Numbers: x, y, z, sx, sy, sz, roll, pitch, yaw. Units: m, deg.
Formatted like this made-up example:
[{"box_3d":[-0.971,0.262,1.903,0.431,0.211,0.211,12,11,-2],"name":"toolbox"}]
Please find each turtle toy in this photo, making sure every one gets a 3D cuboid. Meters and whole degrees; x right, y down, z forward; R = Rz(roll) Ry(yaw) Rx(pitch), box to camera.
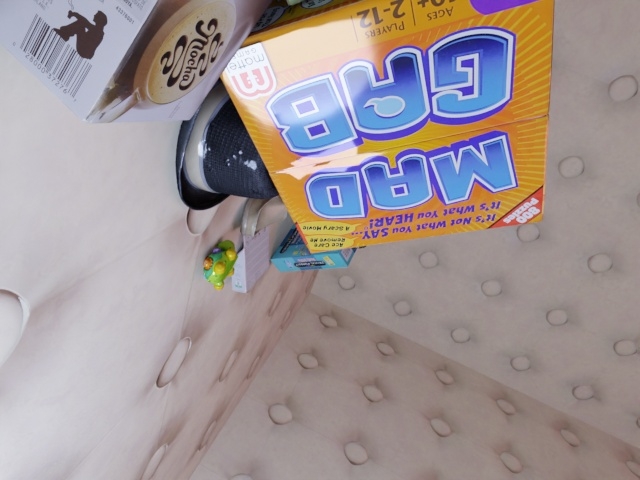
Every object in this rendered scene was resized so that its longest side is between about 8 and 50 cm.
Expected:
[{"box_3d":[-0.243,0.052,1.039,0.130,0.066,0.095,-59,172,-42],"name":"turtle toy"}]

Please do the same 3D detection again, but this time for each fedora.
[{"box_3d":[-0.125,-0.171,0.810,0.333,0.153,0.334,-63,172,-15],"name":"fedora"}]

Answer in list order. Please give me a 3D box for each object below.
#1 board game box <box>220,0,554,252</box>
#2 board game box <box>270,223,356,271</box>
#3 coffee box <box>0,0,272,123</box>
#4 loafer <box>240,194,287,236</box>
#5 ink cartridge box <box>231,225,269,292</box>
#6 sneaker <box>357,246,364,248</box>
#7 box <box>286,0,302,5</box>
[{"box_3d":[0.113,-0.246,0.656,0.356,0.357,0.356,65,24,-43],"name":"board game box"},{"box_3d":[0.000,0.000,1.676,0.079,0.336,0.253,56,46,-30],"name":"board game box"},{"box_3d":[-0.116,-0.254,0.367,0.297,0.119,0.168,-46,-178,21],"name":"coffee box"},{"box_3d":[-0.139,-0.091,1.198,0.268,0.092,0.101,-59,167,-54],"name":"loafer"},{"box_3d":[-0.212,0.019,1.302,0.181,0.056,0.224,-51,146,-62],"name":"ink cartridge box"},{"box_3d":[0.013,-0.092,1.350,0.146,0.344,0.134,-51,175,25],"name":"sneaker"},{"box_3d":[0.073,-0.424,0.484,0.058,0.322,0.232,52,17,-63],"name":"box"}]
